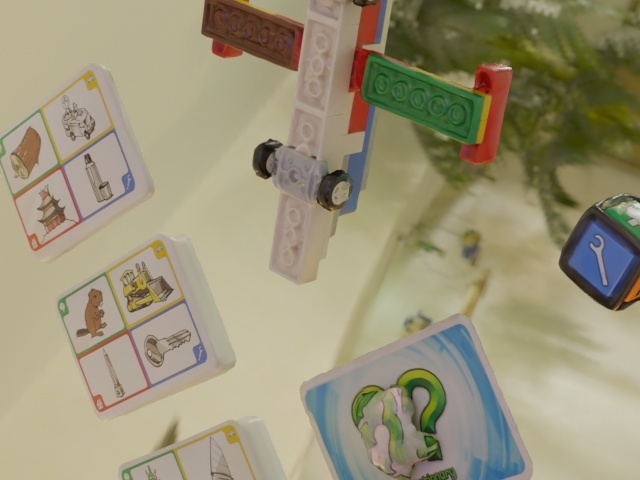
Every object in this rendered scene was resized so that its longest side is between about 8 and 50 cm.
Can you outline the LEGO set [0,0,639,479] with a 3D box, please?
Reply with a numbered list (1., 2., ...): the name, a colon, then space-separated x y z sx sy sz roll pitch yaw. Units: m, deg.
1. LEGO set: 0.000 0.000 0.444 0.060 0.182 0.244 -16 -9 -45
